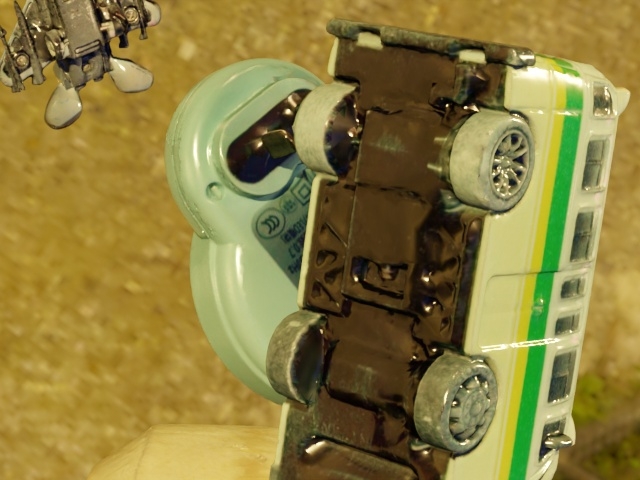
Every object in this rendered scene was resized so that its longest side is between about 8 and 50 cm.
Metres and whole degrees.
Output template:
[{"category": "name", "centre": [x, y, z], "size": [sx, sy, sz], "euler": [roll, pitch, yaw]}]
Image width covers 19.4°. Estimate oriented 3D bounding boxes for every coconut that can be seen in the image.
[{"category": "coconut", "centre": [-0.062, 0.238, 1.306], "size": [0.241, 0.241, 0.241], "euler": [-26, 131, -35]}]

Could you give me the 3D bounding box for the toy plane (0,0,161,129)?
[{"category": "toy plane", "centre": [-0.232, -0.230, 1.709], "size": [0.169, 0.078, 0.246], "euler": [-25, 129, -20]}]

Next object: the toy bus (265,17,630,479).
[{"category": "toy bus", "centre": [0.074, 0.024, 1.035], "size": [0.165, 0.134, 0.276], "euler": [-3, 104, -50]}]

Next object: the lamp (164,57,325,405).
[{"category": "lamp", "centre": [-0.007, 0.000, 1.366], "size": [0.209, 0.147, 0.284], "euler": [-43, 124, -27]}]
